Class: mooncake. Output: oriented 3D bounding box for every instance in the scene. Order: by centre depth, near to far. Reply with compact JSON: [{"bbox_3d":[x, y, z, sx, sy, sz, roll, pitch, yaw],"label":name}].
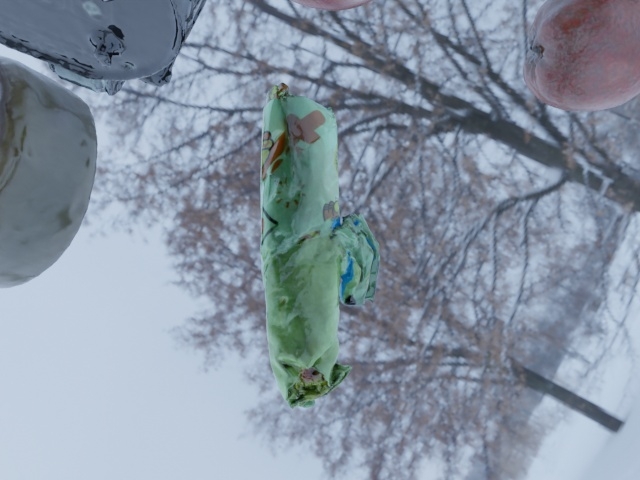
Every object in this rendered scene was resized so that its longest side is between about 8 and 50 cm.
[{"bbox_3d":[-0.426,-0.090,1.055,0.155,0.284,0.284,27,-90,-52],"label":"mooncake"}]

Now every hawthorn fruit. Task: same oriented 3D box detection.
[{"bbox_3d":[0.478,-0.310,1.387,0.210,0.263,0.210,8,-90,-90],"label":"hawthorn fruit"}]

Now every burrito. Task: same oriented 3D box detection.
[{"bbox_3d":[0.000,0.000,0.723,0.054,0.104,0.287,115,155,-73],"label":"burrito"}]

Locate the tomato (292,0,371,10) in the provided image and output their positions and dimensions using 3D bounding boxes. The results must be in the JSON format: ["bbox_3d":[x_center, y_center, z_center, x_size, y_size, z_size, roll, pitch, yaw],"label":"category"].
[{"bbox_3d":[0.012,-0.318,0.857,0.167,0.167,0.167,-52,-21,-30],"label":"tomato"}]

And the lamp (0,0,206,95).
[{"bbox_3d":[-0.148,-0.260,0.553,0.374,0.205,0.272,135,155,-83],"label":"lamp"}]
